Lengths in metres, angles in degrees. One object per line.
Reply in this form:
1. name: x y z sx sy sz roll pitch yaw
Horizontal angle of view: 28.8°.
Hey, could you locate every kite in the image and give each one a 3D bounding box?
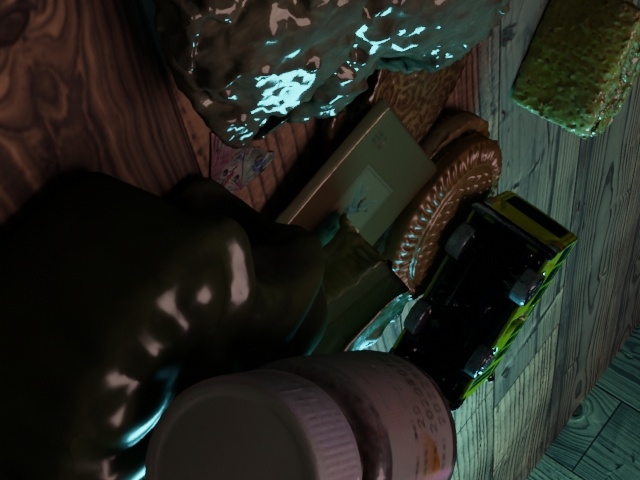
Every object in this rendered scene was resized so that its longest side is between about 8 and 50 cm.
1. kite: -0.070 -0.094 1.200 0.153 0.005 0.137 -62 157 7

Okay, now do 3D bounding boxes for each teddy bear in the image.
1. teddy bear: 0.007 -0.235 0.995 0.367 0.224 0.357 -21 141 -32

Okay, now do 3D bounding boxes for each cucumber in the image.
1. cucumber: -0.048 0.128 1.315 0.325 0.145 0.105 -40 148 -9

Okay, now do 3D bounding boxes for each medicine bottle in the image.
1. medicine bottle: -0.006 0.175 1.003 0.165 0.165 0.273 -63 157 12

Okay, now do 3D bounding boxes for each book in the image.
1. book: 0.000 0.000 1.383 0.310 0.021 0.217 -49 156 1

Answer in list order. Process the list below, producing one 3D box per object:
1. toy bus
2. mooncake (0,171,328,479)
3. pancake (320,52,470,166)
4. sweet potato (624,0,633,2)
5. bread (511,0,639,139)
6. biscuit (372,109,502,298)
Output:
1. toy bus: 0.208 0.077 1.613 0.150 0.128 0.262 -24 147 -57
2. mooncake: -0.147 0.103 1.073 0.351 0.187 0.351 -47 157 -27
3. pancake: 0.091 -0.179 1.383 0.286 0.033 0.288 -32 145 -43
4. sweet potato: 0.431 -0.416 1.725 0.081 0.062 0.233 -46 155 -62
5. bread: 0.362 -0.250 1.698 0.102 0.138 0.196 -30 143 -54
6. biscuit: 0.147 -0.043 1.595 0.259 0.079 0.259 -45 155 -27
